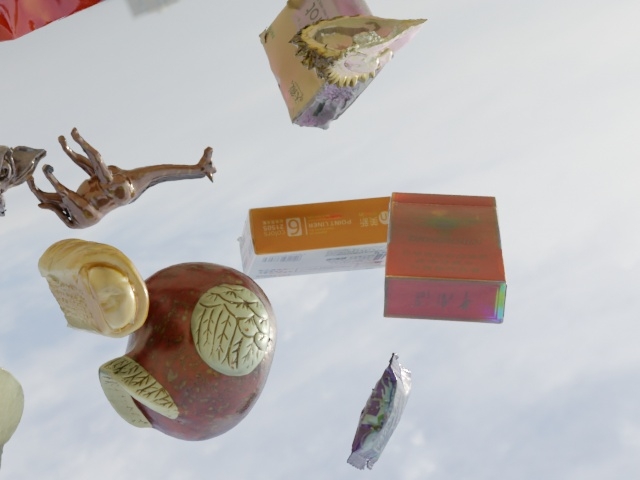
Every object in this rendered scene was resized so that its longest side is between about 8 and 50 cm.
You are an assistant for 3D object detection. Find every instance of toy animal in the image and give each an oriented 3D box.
[{"bbox_3d":[-0.288,-0.096,1.538,0.224,0.230,0.066,-51,-145,1],"label":"toy animal"}]

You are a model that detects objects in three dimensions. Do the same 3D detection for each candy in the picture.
[{"bbox_3d":[0.141,0.399,2.396,0.070,0.145,0.275,17,-102,33],"label":"candy"}]

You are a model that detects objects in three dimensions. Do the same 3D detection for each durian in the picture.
[{"bbox_3d":[0.062,-0.265,1.447,0.224,0.078,0.140,-17,-151,-26],"label":"durian"}]

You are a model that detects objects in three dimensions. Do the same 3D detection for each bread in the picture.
[{"bbox_3d":[-0.270,0.057,1.257,0.084,0.119,0.177,-28,-160,-31],"label":"bread"}]

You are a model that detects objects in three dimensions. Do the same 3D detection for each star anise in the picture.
[{"bbox_3d":[-0.583,-0.098,1.809,0.208,0.063,0.172,-46,167,33],"label":"star anise"}]

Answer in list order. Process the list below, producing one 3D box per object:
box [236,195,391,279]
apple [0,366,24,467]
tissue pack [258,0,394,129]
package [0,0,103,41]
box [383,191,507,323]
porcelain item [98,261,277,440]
[{"bbox_3d":[0.000,0.000,1.836,0.274,0.091,0.221,-4,167,-12],"label":"box"},{"bbox_3d":[-0.656,0.364,1.718,0.320,0.311,0.360,-27,172,17],"label":"apple"},{"bbox_3d":[0.009,-0.347,1.872,0.215,0.123,0.256,-48,-135,27],"label":"tissue pack"},{"bbox_3d":[-0.321,-0.355,1.229,0.424,0.123,0.196,-18,-136,19],"label":"package"},{"bbox_3d":[0.117,0.014,0.995,0.112,0.048,0.175,3,-151,6],"label":"box"},{"bbox_3d":[-0.186,0.133,1.376,0.253,0.253,0.253,-20,-161,7],"label":"porcelain item"}]
